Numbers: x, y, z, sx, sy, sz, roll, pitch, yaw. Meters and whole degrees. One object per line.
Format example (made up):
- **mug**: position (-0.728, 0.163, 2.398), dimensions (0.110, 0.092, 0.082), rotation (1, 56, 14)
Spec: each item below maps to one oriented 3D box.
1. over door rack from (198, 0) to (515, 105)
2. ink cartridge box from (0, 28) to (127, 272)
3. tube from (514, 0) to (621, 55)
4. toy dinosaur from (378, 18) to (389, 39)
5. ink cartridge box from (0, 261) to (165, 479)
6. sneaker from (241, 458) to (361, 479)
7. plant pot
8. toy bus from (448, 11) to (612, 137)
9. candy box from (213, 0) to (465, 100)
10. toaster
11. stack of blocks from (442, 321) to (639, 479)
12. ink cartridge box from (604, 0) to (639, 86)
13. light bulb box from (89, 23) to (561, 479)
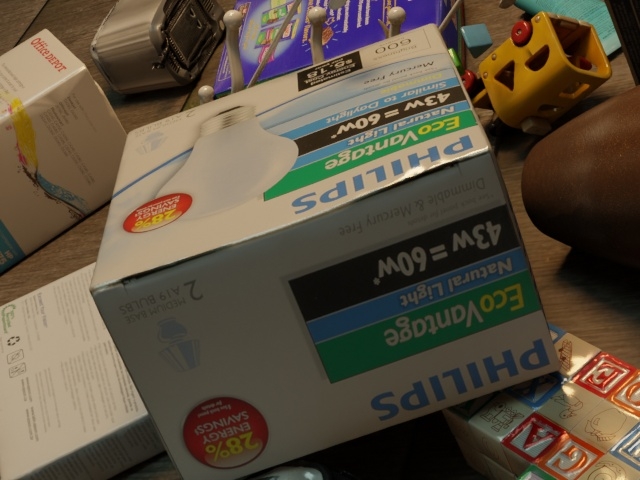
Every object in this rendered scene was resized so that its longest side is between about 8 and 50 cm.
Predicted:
- **over door rack**: position (0.030, -0.228, 1.437), dimensions (0.239, 0.108, 0.324), rotation (-8, -18, -32)
- **ink cartridge box**: position (-0.422, -0.127, 1.855), dimensions (0.270, 0.197, 0.198), rotation (-35, 35, -10)
- **tube**: position (0.327, -0.293, 1.704), dimensions (0.080, 0.052, 0.207), rotation (-39, 41, -8)
- **toy dinosaur**: position (0.099, -0.185, 1.634), dimensions (0.092, 0.183, 0.053), rotation (0, 48, -8)
- **ink cartridge box**: position (-0.219, 0.125, 1.511), dimensions (0.330, 0.071, 0.324), rotation (-25, 34, -3)
- **sneaker**: position (0.014, 0.288, 1.054), dimensions (0.447, 0.169, 0.257), rotation (1, 46, 39)
- **plant pot**: position (0.315, -0.059, 1.295), dimensions (0.230, 0.215, 0.215), rotation (-4, 39, 52)
- **toy bus**: position (0.242, -0.175, 1.549), dimensions (0.191, 0.202, 0.104), rotation (-18, 66, 2)
- **candy box**: position (0.033, -0.266, 1.798), dimensions (0.317, 0.122, 0.268), rotation (-16, 35, 18)
- **toaster**: position (-0.254, -0.312, 2.047), dimensions (0.146, 0.129, 0.227), rotation (-9, 41, 31)
- **stack of blocks**: position (0.232, 0.195, 1.099), dimensions (0.171, 0.087, 0.297), rotation (-38, 36, -17)
- **ink cartridge box**: position (0.419, -0.284, 1.498), dimensions (0.088, 0.193, 0.234), rotation (3, 44, 39)
- **light bulb box**: position (0.000, 0.000, 1.252), dimensions (0.358, 0.225, 0.361), rotation (-20, 25, 6)
